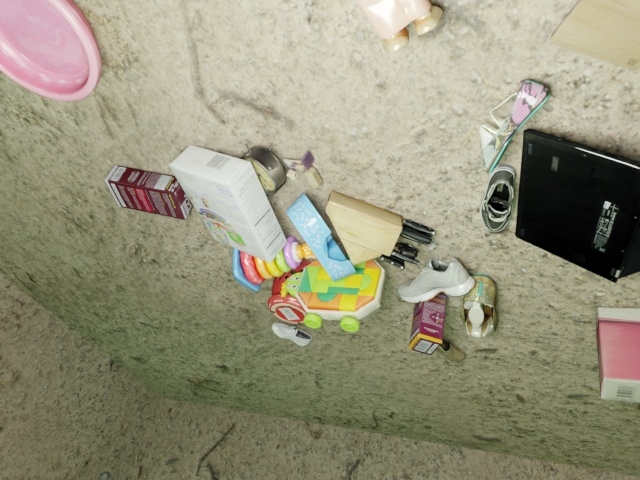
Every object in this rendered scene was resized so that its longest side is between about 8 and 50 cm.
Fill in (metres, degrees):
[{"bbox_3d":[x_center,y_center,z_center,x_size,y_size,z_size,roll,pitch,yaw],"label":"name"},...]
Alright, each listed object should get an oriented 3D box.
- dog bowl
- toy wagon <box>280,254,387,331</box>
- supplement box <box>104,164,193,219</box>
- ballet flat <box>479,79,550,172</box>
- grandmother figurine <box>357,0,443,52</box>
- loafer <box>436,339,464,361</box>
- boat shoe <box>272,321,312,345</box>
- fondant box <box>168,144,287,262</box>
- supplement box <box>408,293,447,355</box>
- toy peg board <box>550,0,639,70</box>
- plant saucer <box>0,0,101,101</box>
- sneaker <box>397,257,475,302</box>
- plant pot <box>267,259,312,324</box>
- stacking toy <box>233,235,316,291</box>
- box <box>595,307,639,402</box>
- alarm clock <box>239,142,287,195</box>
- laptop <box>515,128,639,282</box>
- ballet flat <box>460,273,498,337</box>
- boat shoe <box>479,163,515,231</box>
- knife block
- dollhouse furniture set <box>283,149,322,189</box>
[{"bbox_3d":[0.000,0.000,1.403,0.074,0.166,0.297,-33,124,-1],"label":"dog bowl"},{"bbox_3d":[0.025,0.144,1.512,0.344,0.267,0.068,1,140,23],"label":"toy wagon"},{"bbox_3d":[-0.531,-0.150,1.530,0.239,0.073,0.130,12,145,10],"label":"supplement box"},{"bbox_3d":[0.384,-0.241,1.026,0.079,0.077,0.221,34,140,9],"label":"ballet flat"},{"bbox_3d":[0.067,-0.487,0.814,0.207,0.104,0.342,-31,124,13],"label":"grandmother figurine"},{"bbox_3d":[0.484,0.413,1.852,0.148,0.056,0.050,24,150,-8],"label":"loafer"},{"bbox_3d":[-0.118,0.392,2.083,0.184,0.066,0.063,35,127,-19],"label":"boat shoe"},{"bbox_3d":[-0.256,-0.100,1.404,0.238,0.096,0.330,20,148,31],"label":"fondant box"},{"bbox_3d":[0.350,0.261,1.595,0.080,0.188,0.104,17,144,0],"label":"supplement box"},{"bbox_3d":[0.497,-0.381,0.796,0.161,0.079,0.161,19,160,0],"label":"toy peg board"},{"bbox_3d":[-0.660,-0.484,1.135,0.332,0.084,0.332,11,143,8],"label":"plant saucer"},{"bbox_3d":[0.337,0.111,1.504,0.262,0.099,0.121,-18,110,43],"label":"sneaker"},{"bbox_3d":[-0.079,0.183,1.694,0.191,0.174,0.191,10,143,8],"label":"plant pot"},{"bbox_3d":[-0.121,0.046,1.569,0.301,0.166,0.175,-11,152,19],"label":"stacking toy"},{"bbox_3d":[0.878,0.330,1.420,0.126,0.232,0.149,-2,140,25],"label":"box"},{"bbox_3d":[-0.151,-0.179,1.317,0.129,0.064,0.192,37,154,12],"label":"alarm clock"},{"bbox_3d":[0.688,-0.110,1.087,0.408,0.236,0.382,31,158,34],"label":"laptop"},{"bbox_3d":[0.506,0.245,1.570,0.123,0.123,0.348,3,142,20],"label":"ballet flat"},{"bbox_3d":[0.432,-0.085,1.202,0.077,0.070,0.219,5,142,18],"label":"boat shoe"},{"bbox_3d":[0.174,-0.042,1.344,0.242,0.088,0.276,-22,111,16],"label":"knife block"},{"bbox_3d":[-0.059,-0.171,1.305,0.081,0.091,0.114,11,150,36],"label":"dollhouse furniture set"}]
